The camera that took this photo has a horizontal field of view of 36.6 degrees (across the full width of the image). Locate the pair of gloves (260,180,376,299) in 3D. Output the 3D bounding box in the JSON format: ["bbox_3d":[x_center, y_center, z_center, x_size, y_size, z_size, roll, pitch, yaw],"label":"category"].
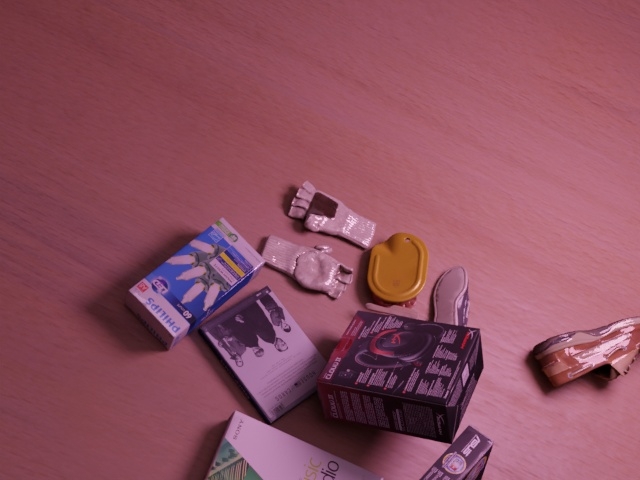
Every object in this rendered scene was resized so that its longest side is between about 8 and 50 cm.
[{"bbox_3d":[0.000,0.000,2.099,0.204,0.042,0.240,30,57,-1],"label":"pair of gloves"}]

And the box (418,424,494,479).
[{"bbox_3d":[0.204,0.495,1.785,0.060,0.216,0.270,34,54,24],"label":"box"}]

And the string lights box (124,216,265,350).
[{"bbox_3d":[-0.250,0.085,1.943,0.133,0.077,0.260,44,58,7],"label":"string lights box"}]

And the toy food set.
[{"bbox_3d":[0.167,0.089,2.099,0.128,0.071,0.218,5,55,11],"label":"toy food set"}]

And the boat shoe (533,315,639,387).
[{"bbox_3d":[0.627,0.252,2.139,0.324,0.122,0.120,-11,71,-15],"label":"boat shoe"}]

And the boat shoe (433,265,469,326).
[{"bbox_3d":[0.290,0.149,2.118,0.065,0.075,0.206,53,39,-39],"label":"boat shoe"}]

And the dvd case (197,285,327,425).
[{"bbox_3d":[-0.105,0.227,1.943,0.179,0.029,0.238,-31,76,-30],"label":"dvd case"}]

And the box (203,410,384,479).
[{"bbox_3d":[-0.062,0.485,1.796,0.322,0.058,0.232,24,57,-4],"label":"box"}]

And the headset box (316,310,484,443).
[{"bbox_3d":[0.144,0.256,1.880,0.293,0.110,0.218,6,39,24],"label":"headset box"}]
